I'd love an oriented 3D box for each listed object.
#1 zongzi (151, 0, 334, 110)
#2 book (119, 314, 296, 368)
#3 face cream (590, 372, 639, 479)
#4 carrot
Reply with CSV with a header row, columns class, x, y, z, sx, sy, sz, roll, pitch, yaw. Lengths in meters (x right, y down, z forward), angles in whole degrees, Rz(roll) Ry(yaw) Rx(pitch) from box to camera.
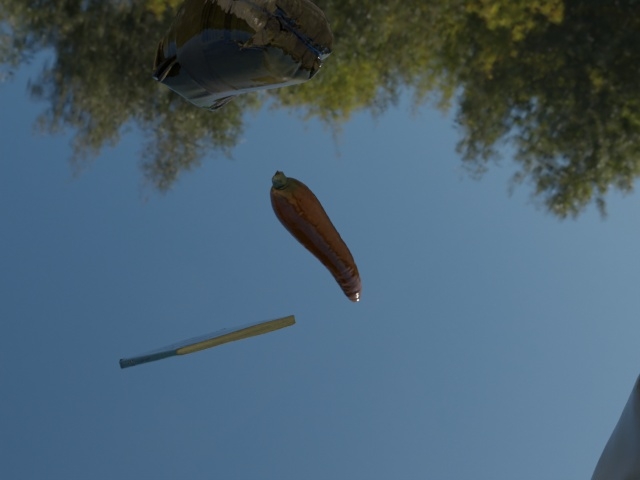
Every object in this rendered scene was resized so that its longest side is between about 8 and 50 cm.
class,x,y,z,sx,sy,sz,roll,pitch,yaw
zongzi,-0.061,-0.302,1.056,0.123,0.289,0.260,33,159,-33
book,-0.190,0.168,1.470,0.215,0.283,0.025,-13,-93,-33
face cream,0.156,0.100,0.352,0.114,0.224,0.070,1,-131,15
carrot,0.000,0.000,0.707,0.142,0.035,0.035,54,-166,-29
